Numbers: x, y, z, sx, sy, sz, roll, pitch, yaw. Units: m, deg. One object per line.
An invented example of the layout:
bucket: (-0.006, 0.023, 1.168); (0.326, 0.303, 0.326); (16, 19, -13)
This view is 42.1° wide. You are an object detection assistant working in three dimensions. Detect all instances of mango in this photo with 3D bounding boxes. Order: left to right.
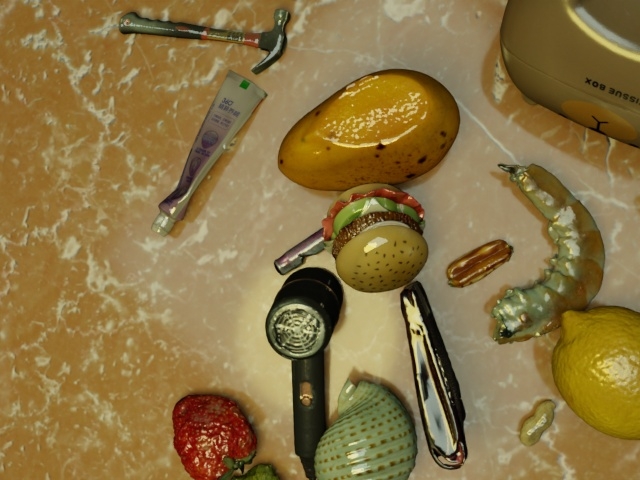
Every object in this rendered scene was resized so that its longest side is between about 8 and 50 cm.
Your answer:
mango: (0.073, -0.158, 1.296); (0.290, 0.191, 0.160); (-18, 74, 1)

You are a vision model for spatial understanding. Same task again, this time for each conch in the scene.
conch: (-0.107, 0.412, 1.358); (0.121, 0.074, 0.089); (-14, 52, 25)
conch: (0.076, 0.325, 1.292); (0.172, 0.131, 0.200); (-3, 103, -13)

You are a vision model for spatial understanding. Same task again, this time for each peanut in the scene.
peanut: (0.351, 0.295, 1.338); (0.037, 0.037, 0.083); (39, 88, 5)

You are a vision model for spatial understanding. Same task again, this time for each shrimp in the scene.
shrimp: (0.363, 0.024, 1.314); (0.185, 0.068, 0.287); (2, 95, -11)

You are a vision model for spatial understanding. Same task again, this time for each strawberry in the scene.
strawberry: (-0.176, 0.318, 1.346); (0.131, 0.131, 0.148); (-32, 94, 4)

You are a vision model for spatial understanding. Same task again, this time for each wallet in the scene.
wallet: (0.165, 0.195, 1.266); (0.071, 0.221, 0.262); (-13, 88, 10)

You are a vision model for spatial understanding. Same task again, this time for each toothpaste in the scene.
toothpaste: (-0.196, -0.141, 1.396); (0.075, 0.048, 0.301); (27, 84, 33)

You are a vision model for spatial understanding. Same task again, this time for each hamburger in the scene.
hamburger: (0.088, 0.005, 1.288); (0.175, 0.175, 0.137); (-18, 48, 5)

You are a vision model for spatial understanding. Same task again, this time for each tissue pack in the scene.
tissue pack: (0.467, -0.290, 1.206); (0.387, 0.277, 0.267); (27, 66, 16)

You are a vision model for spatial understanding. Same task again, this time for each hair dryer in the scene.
hair dryer: (-0.019, 0.234, 1.319); (0.107, 0.189, 0.352); (-1, 102, 7)

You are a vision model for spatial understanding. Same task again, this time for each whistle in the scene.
whistle: (0.000, 0.000, 1.380); (0.176, 0.033, 0.033); (-34, 86, 5)

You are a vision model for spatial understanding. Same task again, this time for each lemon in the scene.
lemon: (0.448, 0.199, 1.255); (0.187, 0.187, 0.244); (-42, 92, 3)

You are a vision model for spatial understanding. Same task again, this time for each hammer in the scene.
hammer: (-0.199, -0.351, 1.408); (0.287, 0.033, 0.111); (10, 89, 6)

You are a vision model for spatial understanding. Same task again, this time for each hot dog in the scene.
hot dog: (0.259, 0.038, 1.354); (0.122, 0.037, 0.049); (-27, 75, -1)
